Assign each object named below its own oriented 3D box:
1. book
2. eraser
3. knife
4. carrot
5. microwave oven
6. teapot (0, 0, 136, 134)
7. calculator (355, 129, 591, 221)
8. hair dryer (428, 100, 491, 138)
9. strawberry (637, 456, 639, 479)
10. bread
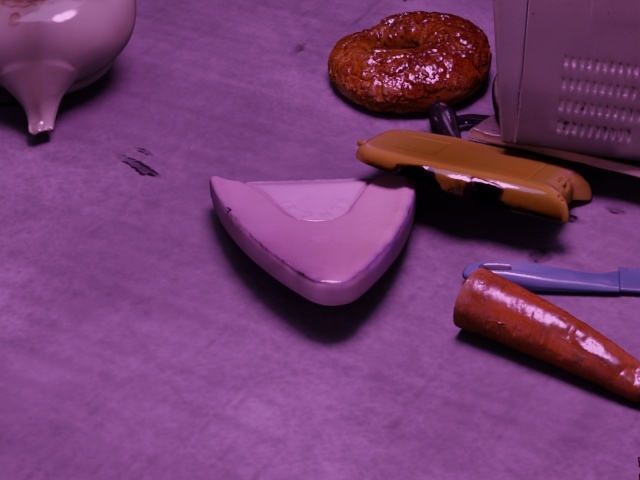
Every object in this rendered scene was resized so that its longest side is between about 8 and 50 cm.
[{"bbox_3d":[0.267,-0.104,1.992,0.199,0.016,0.138,14,21,22],"label":"book"},{"bbox_3d":[0.000,0.001,1.835,0.204,0.059,0.243,-1,29,-5],"label":"eraser"},{"bbox_3d":[0.290,0.038,1.822,0.313,0.019,0.044,4,32,5],"label":"knife"},{"bbox_3d":[0.217,0.092,1.715,0.210,0.061,0.061,27,43,28],"label":"carrot"},{"bbox_3d":[0.357,-0.265,2.009,0.333,0.247,0.394,8,27,15],"label":"microwave oven"},{"bbox_3d":[-0.353,-0.247,2.132,0.318,0.149,0.220,21,47,27],"label":"teapot"},{"bbox_3d":[0.147,-0.073,1.921,0.236,0.033,0.157,15,18,15],"label":"calculator"},{"bbox_3d":[0.160,-0.120,2.045,0.083,0.031,0.079,-5,45,-19],"label":"hair dryer"},{"bbox_3d":[0.357,0.160,1.579,0.236,0.111,0.190,-43,59,-14],"label":"strawberry"},{"bbox_3d":[0.100,-0.201,2.130,0.193,0.064,0.193,-3,33,2],"label":"bread"}]
